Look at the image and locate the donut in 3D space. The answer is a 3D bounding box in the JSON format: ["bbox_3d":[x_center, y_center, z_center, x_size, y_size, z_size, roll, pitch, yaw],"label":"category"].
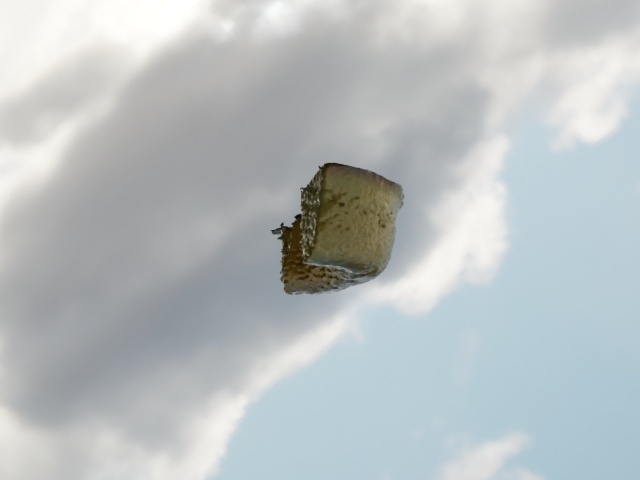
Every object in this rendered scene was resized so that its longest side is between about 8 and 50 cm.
[{"bbox_3d":[0.000,0.000,0.687,0.083,0.067,0.037,-18,-111,41],"label":"donut"}]
